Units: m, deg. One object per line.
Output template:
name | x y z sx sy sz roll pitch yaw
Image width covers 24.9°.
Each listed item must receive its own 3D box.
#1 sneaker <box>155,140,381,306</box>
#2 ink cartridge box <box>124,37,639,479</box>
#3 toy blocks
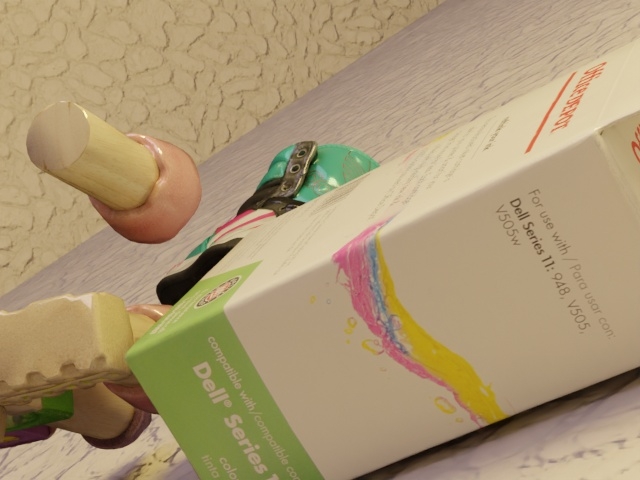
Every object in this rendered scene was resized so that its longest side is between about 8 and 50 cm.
sneaker | 0.000 0.000 1.097 0.178 0.124 0.295 -45 14 -23
ink cartridge box | 0.097 0.006 0.776 0.353 0.119 0.207 -26 10 25
toy blocks | -0.184 0.115 0.902 0.288 0.309 0.260 -14 -19 17
